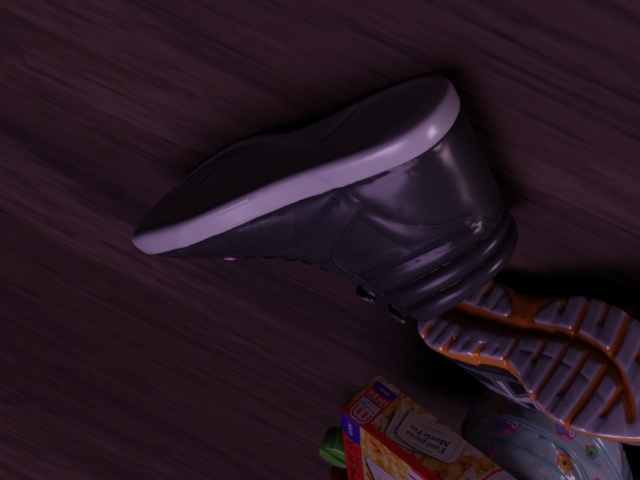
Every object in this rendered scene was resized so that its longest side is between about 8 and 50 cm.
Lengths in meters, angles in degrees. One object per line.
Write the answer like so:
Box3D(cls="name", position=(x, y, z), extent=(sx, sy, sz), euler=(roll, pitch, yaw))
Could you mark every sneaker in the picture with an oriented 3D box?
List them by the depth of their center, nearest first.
Box3D(cls="sneaker", position=(0.000, 0.000, 0.774), extent=(0.296, 0.104, 0.147), euler=(-15, 122, 40))
Box3D(cls="sneaker", position=(0.164, 0.084, 0.776), extent=(0.083, 0.084, 0.215), euler=(44, 169, -38))

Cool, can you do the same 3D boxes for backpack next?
Box3D(cls="backpack", position=(0.178, 0.180, 0.882), extent=(0.152, 0.115, 0.182), euler=(7, 138, 33))

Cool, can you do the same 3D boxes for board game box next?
Box3D(cls="board game box", position=(0.102, 0.202, 0.844), extent=(0.193, 0.045, 0.146), euler=(35, 152, 29))

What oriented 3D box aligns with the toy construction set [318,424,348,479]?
Box3D(cls="toy construction set", position=(0.085, 0.353, 1.064), extent=(0.258, 0.237, 0.308), euler=(21, 146, 10))
